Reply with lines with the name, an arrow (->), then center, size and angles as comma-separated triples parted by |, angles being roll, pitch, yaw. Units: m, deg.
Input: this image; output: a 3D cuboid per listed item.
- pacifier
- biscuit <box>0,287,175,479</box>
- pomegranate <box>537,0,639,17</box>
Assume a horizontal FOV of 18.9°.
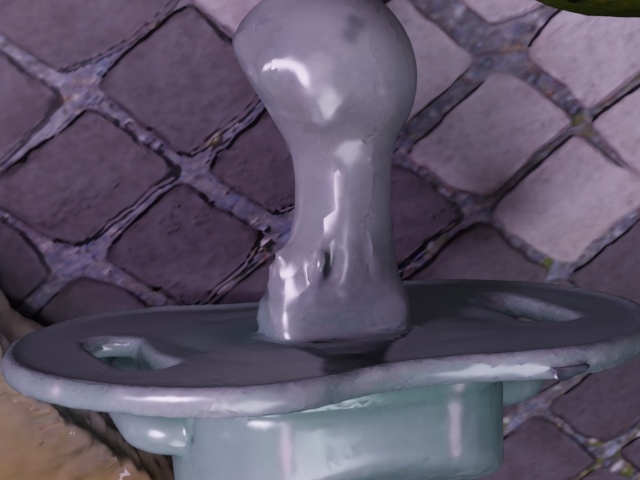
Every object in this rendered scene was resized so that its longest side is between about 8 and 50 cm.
pacifier -> 0.000, 0.000, 1.007 | 0.343, 0.288, 0.269 | -3, 96, -24
biscuit -> -0.355, 0.111, 1.038 | 0.446, 0.104, 0.429 | -27, 133, 7
pomegranate -> 0.139, -0.227, 0.808 | 0.254, 0.254, 0.270 | 0, 124, -18
